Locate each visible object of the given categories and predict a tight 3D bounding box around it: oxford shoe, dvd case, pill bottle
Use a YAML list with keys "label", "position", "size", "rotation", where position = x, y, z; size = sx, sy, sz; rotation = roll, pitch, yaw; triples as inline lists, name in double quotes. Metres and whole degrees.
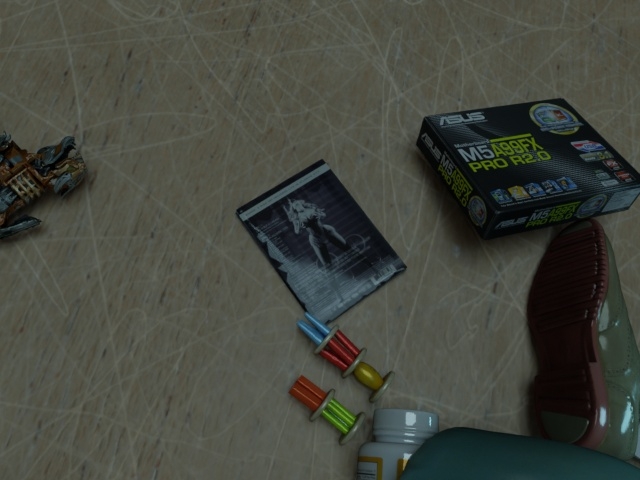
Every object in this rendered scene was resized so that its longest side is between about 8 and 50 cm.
- label: "oxford shoe"
  position: [0.385, 0.135, 0.806]
  size: [0.130, 0.123, 0.348]
  rotation: [25, 64, -21]
- label: "dvd case"
  position: [0.000, 0.000, 0.853]
  size: [0.164, 0.018, 0.221]
  rotation: [-33, 76, -16]
- label: "pill bottle"
  position: [0.100, 0.319, 0.685]
  size: [0.117, 0.117, 0.215]
  rotation: [7, 68, -3]

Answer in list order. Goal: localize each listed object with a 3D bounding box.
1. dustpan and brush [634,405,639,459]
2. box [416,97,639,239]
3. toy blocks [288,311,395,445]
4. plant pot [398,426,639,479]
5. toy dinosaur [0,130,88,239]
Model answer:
- label: "dustpan and brush"
  position: [0.498, 0.284, 0.771]
  size: [0.147, 0.060, 0.211]
  rotation: [-30, 74, -15]
- label: "box"
  position: [0.315, -0.119, 0.861]
  size: [0.270, 0.060, 0.216]
  rotation: [-10, 52, -18]
- label: "toy blocks"
  position: [0.008, 0.179, 0.760]
  size: [0.148, 0.054, 0.123]
  rotation: [39, 69, 6]
- label: "plant pot"
  position: [0.243, 0.340, 0.563]
  size: [0.293, 0.235, 0.293]
  rotation: [14, 67, -37]
- label: "toy dinosaur"
  position: [-0.504, -0.095, 0.774]
  size: [0.322, 0.164, 0.218]
  rotation: [-20, 88, -35]
